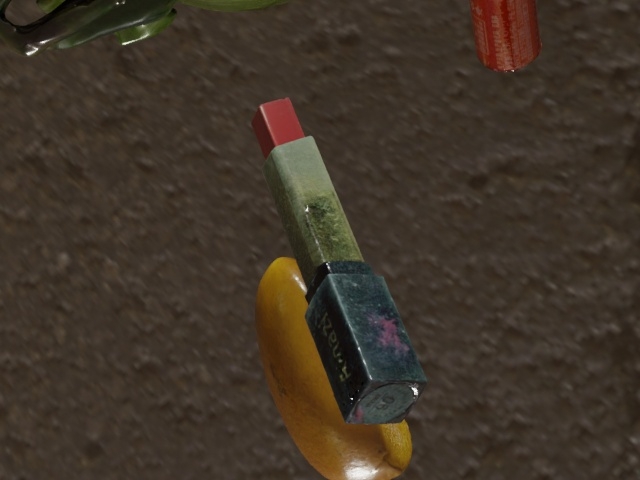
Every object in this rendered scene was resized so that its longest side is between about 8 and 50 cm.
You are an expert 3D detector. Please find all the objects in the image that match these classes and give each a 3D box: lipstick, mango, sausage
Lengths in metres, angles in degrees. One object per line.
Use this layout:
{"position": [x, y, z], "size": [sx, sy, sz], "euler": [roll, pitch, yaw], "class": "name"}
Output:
{"position": [0.000, 0.000, 1.315], "size": [0.051, 0.312, 0.051], "euler": [1, 136, -26], "class": "lipstick"}
{"position": [0.002, 0.115, 1.523], "size": [0.102, 0.141, 0.217], "euler": [-21, 103, 8], "class": "mango"}
{"position": [0.083, -0.139, 0.832], "size": [0.034, 0.034, 0.129], "euler": [-27, 136, -13], "class": "sausage"}

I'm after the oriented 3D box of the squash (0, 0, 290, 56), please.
{"position": [0.043, -0.140, 0.421], "size": [0.080, 0.071, 0.318], "euler": [41, 58, -6], "class": "squash"}
